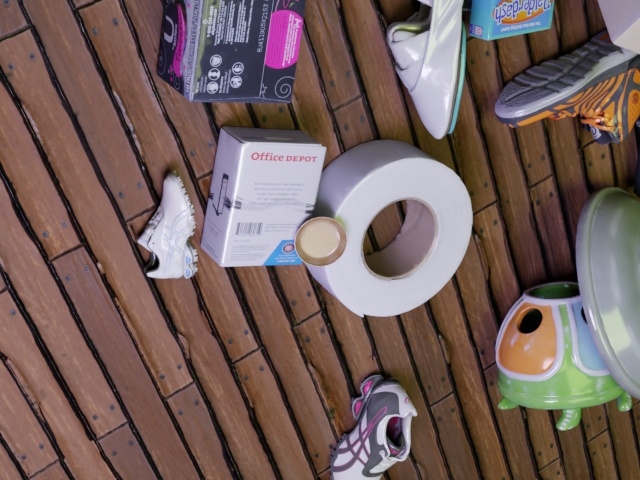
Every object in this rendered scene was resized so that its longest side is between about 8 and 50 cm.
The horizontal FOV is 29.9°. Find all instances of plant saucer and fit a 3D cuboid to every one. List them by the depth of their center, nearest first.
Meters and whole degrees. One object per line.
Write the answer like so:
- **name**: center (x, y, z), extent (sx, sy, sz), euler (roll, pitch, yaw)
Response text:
- **plant saucer**: center (0.000, 0.000, 1.867), extent (0.083, 0.015, 0.083), euler (-3, 111, -8)
- **plant saucer**: center (0.599, 0.086, 2.182), extent (0.400, 0.101, 0.400), euler (23, 60, -46)

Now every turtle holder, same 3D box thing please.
- **turtle holder**: center (0.477, 0.195, 2.222), extent (0.320, 0.243, 0.227), euler (-8, 101, -13)

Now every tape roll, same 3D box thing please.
- **tape roll**: center (0.108, -0.019, 1.986), extent (0.286, 0.100, 0.286), euler (-14, 120, -25)

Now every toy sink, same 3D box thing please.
- **toy sink**: center (0.534, -0.417, 1.943), extent (0.153, 0.234, 0.131), euler (12, 142, -30)

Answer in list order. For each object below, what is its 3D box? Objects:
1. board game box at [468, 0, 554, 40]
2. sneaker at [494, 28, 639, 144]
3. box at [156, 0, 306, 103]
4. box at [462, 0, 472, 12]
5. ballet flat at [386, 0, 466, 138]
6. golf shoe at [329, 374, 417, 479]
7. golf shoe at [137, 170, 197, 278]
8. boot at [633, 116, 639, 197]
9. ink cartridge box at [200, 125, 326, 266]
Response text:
- **board game box**: center (0.315, -0.435, 1.913), extent (0.160, 0.047, 0.210), euler (-18, 122, -38)
- **sneaker**: center (0.450, -0.228, 2.069), extent (0.321, 0.124, 0.180), euler (-27, 123, -17)
- **box**: center (-0.124, -0.329, 1.672), extent (0.163, 0.142, 0.247), euler (-2, 113, -28)
- **box**: center (0.248, -0.400, 1.931), extent (0.083, 0.018, 0.067), euler (-2, 114, -30)
- **ballet flat**: center (0.166, -0.359, 1.852), extent (0.139, 0.139, 0.400), euler (-3, 110, -29)
- **golf shoe**: center (0.095, 0.379, 2.164), extent (0.105, 0.120, 0.272), euler (0, 115, -32)
- **golf shoe**: center (-0.234, -0.017, 1.810), extent (0.086, 0.069, 0.176), euler (-11, 117, -19)
- **boot**: center (0.692, -0.193, 2.244), extent (0.247, 0.094, 0.207), euler (-17, 117, -15)
- **ink cartridge box**: center (-0.090, -0.068, 1.854), extent (0.148, 0.086, 0.203), euler (0, 113, -31)
